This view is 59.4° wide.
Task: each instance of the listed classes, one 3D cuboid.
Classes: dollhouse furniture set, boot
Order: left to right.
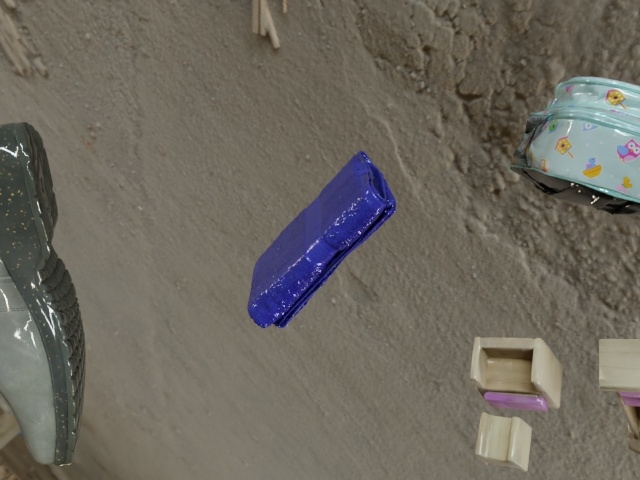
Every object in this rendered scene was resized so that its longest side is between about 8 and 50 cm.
[{"bbox_3d":[-0.245,0.045,0.355,0.083,0.161,0.246,-132,37,-64],"label":"boot"},{"bbox_3d":[0.286,0.266,0.499,0.286,0.303,0.198,-6,142,34],"label":"dollhouse furniture set"}]

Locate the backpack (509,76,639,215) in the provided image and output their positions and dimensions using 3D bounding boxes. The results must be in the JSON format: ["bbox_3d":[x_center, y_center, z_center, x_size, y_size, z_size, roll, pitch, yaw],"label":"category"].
[{"bbox_3d":[0.321,-0.102,0.630,0.166,0.188,0.144,20,109,2],"label":"backpack"}]

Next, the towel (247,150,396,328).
[{"bbox_3d":[0.000,0.000,0.971,0.076,0.227,0.308,39,109,-17],"label":"towel"}]
